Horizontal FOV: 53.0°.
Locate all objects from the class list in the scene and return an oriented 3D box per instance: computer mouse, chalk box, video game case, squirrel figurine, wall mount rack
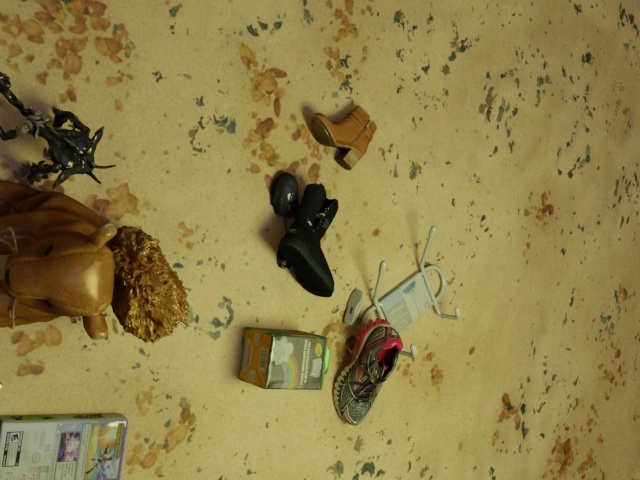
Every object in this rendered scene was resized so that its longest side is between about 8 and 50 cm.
[{"bbox_3d":[-0.082,-0.049,1.599,0.071,0.041,0.242,-5,95,-36],"label":"computer mouse"},{"bbox_3d":[-0.071,0.288,1.566,0.213,0.132,0.132,11,84,-36],"label":"chalk box"},{"bbox_3d":[-0.531,0.488,1.288,0.244,0.061,0.270,10,86,-34],"label":"video game case"},{"bbox_3d":[-0.417,0.048,1.163,0.397,0.370,0.281,10,86,-35],"label":"squirrel figurine"},{"bbox_3d":[0.257,0.140,1.792,0.350,0.130,0.304,-33,109,-31],"label":"wall mount rack"}]

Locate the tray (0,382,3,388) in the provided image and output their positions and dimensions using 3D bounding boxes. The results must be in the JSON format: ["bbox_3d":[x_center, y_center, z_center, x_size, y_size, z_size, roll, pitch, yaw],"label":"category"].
[{"bbox_3d":[-0.786,0.204,1.091,0.411,0.076,0.203,49,65,-27],"label":"tray"}]

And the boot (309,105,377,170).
[{"bbox_3d":[0.062,-0.300,1.676,0.152,0.073,0.197,-56,132,-18],"label":"boot"}]

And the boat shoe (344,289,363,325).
[{"bbox_3d":[0.094,0.184,1.741,0.035,0.035,0.100,41,62,-58],"label":"boat shoe"}]

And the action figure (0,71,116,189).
[{"bbox_3d":[-0.526,-0.195,1.223,0.275,0.141,0.164,37,68,-14],"label":"action figure"}]

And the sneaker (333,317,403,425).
[{"bbox_3d":[0.123,0.357,1.685,0.120,0.112,0.299,8,108,-27],"label":"sneaker"}]

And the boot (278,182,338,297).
[{"bbox_3d":[0.000,0.000,1.622,0.246,0.094,0.207,58,48,-42],"label":"boot"}]
